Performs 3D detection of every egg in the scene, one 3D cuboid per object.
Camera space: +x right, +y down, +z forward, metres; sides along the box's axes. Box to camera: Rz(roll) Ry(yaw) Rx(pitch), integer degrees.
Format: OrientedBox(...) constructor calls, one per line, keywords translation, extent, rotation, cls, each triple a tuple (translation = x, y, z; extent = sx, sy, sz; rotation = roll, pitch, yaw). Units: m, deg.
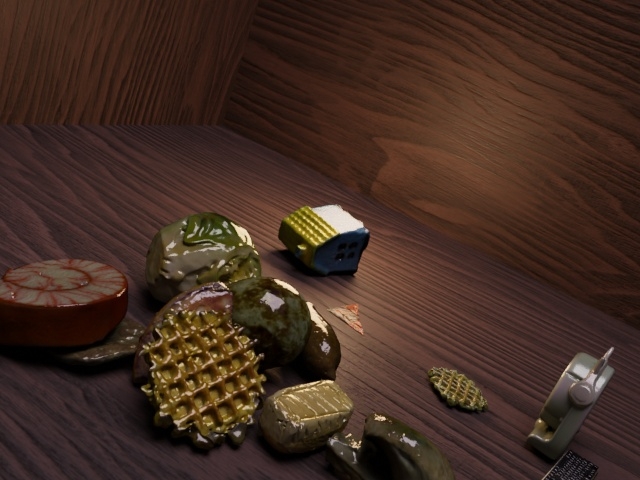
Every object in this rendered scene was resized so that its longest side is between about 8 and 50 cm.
OrientedBox(translation=(-0.167, 0.211, 1.576), extent=(0.290, 0.238, 0.238), rotation=(3, 20, 2), cls="egg")

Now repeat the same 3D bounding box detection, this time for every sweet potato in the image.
OrientedBox(translation=(-0.036, 0.258, 1.752), extent=(0.131, 0.130, 0.422), rotation=(12, 17, -22), cls="sweet potato")

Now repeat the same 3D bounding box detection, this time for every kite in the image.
OrientedBox(translation=(0.079, 0.247, 2.060), extent=(0.125, 0.008, 0.222), rotation=(15, 20, -9), cls="kite")

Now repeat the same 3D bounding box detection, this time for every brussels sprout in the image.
OrientedBox(translation=(-0.326, 0.063, 1.749), extent=(0.344, 0.268, 0.344), rotation=(22, 19, -8), cls="brussels sprout")

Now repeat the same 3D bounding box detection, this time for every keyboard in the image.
OrientedBox(translation=(0.641, 0.626, 1.590), extent=(0.106, 0.027, 0.317), rotation=(32, 22, 31), cls="keyboard")

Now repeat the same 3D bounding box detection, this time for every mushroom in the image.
OrientedBox(translation=(0.180, 0.461, 1.334), extent=(0.292, 0.211, 0.217), rotation=(23, 27, 27), cls="mushroom")

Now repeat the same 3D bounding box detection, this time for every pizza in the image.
OrientedBox(translation=(-0.318, 0.219, 1.433), extent=(0.161, 0.305, 0.086), rotation=(47, -26, -11), cls="pizza")

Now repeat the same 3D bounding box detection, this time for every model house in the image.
OrientedBox(translation=(0.000, 0.000, 2.341), extent=(0.303, 0.215, 0.237), rotation=(-2, 30, -40), cls="model house")

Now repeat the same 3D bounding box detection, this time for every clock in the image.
OrientedBox(translation=(0.714, 0.436, 1.719), extent=(0.109, 0.324, 0.265), rotation=(32, 21, 29), cls="clock")

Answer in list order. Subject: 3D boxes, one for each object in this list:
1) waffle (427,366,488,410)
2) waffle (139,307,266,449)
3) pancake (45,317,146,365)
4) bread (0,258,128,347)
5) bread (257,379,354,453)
OrientedBox(translation=(0.407, 0.442, 1.827), extent=(0.169, 0.036, 0.183), rotation=(15, 22, -23), cls="waffle")
OrientedBox(translation=(-0.253, 0.295, 1.329), extent=(0.329, 0.062, 0.329), rotation=(20, 54, -30), cls="waffle")
OrientedBox(translation=(-0.520, 0.233, 1.434), extent=(0.223, 0.042, 0.236), rotation=(14, 15, 4), cls="pancake")
OrientedBox(translation=(-0.604, 0.141, 1.430), extent=(0.295, 0.114, 0.327), rotation=(8, 15, 6), cls="bread")
OrientedBox(translation=(-0.030, 0.401, 1.391), extent=(0.236, 0.106, 0.140), rotation=(-1, 30, -47), cls="bread")
